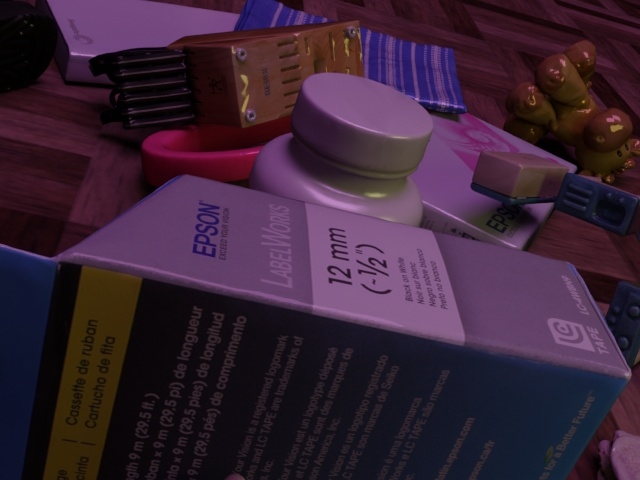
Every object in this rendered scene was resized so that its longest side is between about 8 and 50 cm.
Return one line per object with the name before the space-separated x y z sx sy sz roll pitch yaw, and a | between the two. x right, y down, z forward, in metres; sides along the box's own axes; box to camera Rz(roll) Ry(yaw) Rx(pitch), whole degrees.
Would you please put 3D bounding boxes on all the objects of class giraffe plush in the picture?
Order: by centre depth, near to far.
giraffe plush | 0.397 -0.169 1.300 0.170 0.181 0.210 51 7 28

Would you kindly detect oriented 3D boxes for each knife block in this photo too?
knife block | -0.118 -0.196 1.000 0.276 0.088 0.242 -22 26 -38

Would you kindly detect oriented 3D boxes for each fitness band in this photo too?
fitness band | -0.052 -0.106 0.934 0.291 0.054 0.209 -19 27 -36

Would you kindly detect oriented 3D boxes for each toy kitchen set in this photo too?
toy kitchen set | 0.257 0.016 0.901 0.207 0.166 0.122 27 19 35

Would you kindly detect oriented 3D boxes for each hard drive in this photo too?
hard drive | -0.201 -0.277 1.213 0.353 0.047 0.233 -1 35 -29

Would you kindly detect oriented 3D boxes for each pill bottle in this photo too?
pill bottle | 0.000 0.000 0.680 0.136 0.245 0.136 14 31 -9

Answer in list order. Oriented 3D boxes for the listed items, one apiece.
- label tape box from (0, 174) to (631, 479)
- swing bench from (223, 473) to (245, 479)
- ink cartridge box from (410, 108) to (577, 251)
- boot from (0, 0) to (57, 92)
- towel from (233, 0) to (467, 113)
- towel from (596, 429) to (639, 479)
label tape box | -0.048 0.101 0.486 0.348 0.249 0.115 14 31 -9
swing bench | -0.006 0.270 0.330 0.255 0.165 0.253 22 31 15
ink cartridge box | 0.136 -0.098 1.094 0.330 0.071 0.324 29 32 14
boot | -0.489 -0.254 0.924 0.260 0.131 0.348 35 23 13
towel | 0.042 -0.274 1.243 0.336 0.040 0.243 14 30 -4
towel | 0.317 0.260 0.635 0.187 0.049 0.282 15 31 -6
